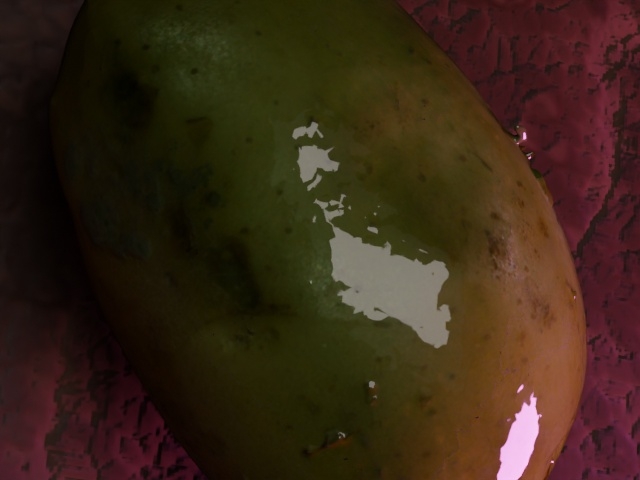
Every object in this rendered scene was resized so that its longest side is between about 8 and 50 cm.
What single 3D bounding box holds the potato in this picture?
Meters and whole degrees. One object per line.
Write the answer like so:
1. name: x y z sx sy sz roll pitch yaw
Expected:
1. potato: -0.002 0.002 0.840 0.216 0.216 0.304 -34 82 -29
